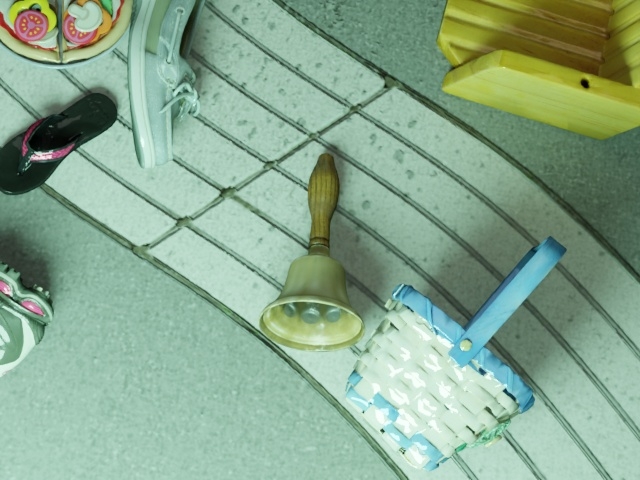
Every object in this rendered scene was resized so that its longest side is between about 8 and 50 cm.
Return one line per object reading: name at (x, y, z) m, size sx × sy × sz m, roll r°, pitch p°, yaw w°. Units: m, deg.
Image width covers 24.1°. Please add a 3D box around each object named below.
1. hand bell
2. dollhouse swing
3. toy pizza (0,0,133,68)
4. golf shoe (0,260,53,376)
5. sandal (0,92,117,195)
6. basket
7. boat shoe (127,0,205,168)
hand bell at (0.000, 0.000, 1.804) m, size 0.126 × 0.126 × 0.242 m, roll 9°, pitch 58°, yaw -5°
dollhouse swing at (0.346, -0.354, 1.852) m, size 0.315 × 0.305 × 0.347 m, roll 16°, pitch 71°, yaw -3°
toy pizza at (-0.330, -0.311, 1.882) m, size 0.201 × 0.032 × 0.201 m, roll 3°, pitch 71°, yaw -7°
golf shoe at (-0.438, 0.045, 1.712) m, size 0.273 × 0.105 × 0.120 m, roll 34°, pitch 77°, yaw 4°
sandal at (-0.324, -0.124, 1.815) m, size 0.179 × 0.040 × 0.067 m, roll -40°, pitch 81°, yaw -18°
basket at (0.166, 0.116, 1.702) m, size 0.201 × 0.255 × 0.289 m, roll 37°, pitch 89°, yaw 6°
boat shoe at (-0.180, -0.238, 1.837) m, size 0.103 × 0.118 × 0.320 m, roll 4°, pitch 64°, yaw -2°
